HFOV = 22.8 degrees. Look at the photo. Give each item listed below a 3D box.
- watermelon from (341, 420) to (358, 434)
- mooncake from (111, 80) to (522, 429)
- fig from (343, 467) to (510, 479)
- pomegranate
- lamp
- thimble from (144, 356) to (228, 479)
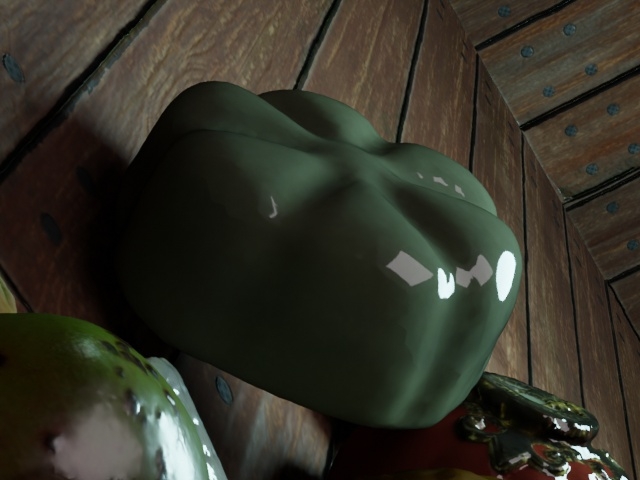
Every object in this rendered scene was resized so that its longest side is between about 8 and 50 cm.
[{"bbox_3d":[0.044,0.121,1.233,0.105,0.062,0.105,-17,90,-80],"label":"watermelon"},{"bbox_3d":[0.000,0.000,1.011,0.275,0.135,0.275,23,22,-10],"label":"mooncake"},{"bbox_3d":[0.046,0.300,0.766,0.286,0.286,0.369,-98,-172,-49],"label":"fig"},{"bbox_3d":[-0.129,0.084,0.612,0.159,0.159,0.205,42,16,-52],"label":"pomegranate"},{"bbox_3d":[0.109,0.200,1.079,0.227,0.227,0.227,55,18,-27],"label":"lamp"},{"bbox_3d":[-0.100,0.108,0.738,0.090,0.102,0.115,65,-13,8],"label":"thimble"}]
